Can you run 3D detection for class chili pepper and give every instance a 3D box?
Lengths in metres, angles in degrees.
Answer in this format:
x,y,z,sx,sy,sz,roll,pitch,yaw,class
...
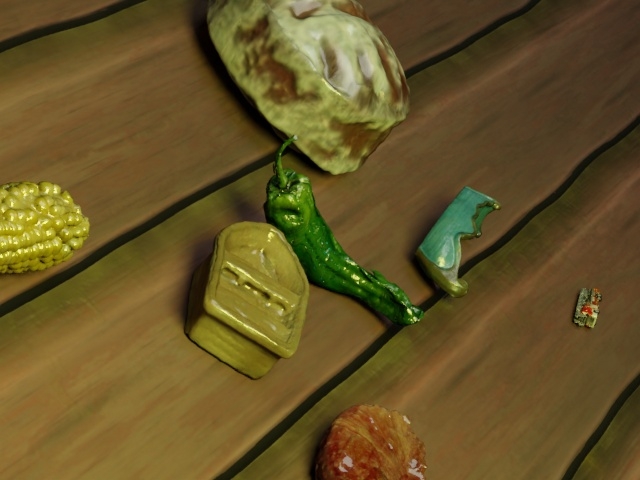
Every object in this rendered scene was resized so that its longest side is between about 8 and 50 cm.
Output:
x,y,z,sx,sy,sz,roll,pitch,yaw,class
0.000,0.000,2.086,0.279,0.122,0.065,48,51,-33,chili pepper

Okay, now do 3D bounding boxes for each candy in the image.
x,y,z,sx,sy,sz,roll,pitch,yaw,class
-0.013,-0.220,2.311,0.214,0.157,0.289,5,46,-53,candy

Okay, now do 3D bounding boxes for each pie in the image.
x,y,z,sx,sy,sz,roll,pitch,yaw,class
0.084,0.259,1.910,0.218,0.054,0.204,51,31,10,pie

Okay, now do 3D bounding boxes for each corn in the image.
x,y,z,sx,sy,sz,roll,pitch,yaw,class
-0.323,-0.007,1.747,0.288,0.086,0.086,-8,56,-53,corn

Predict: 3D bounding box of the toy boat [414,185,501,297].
x,y,z,sx,sy,sz,roll,pitch,yaw,class
0.168,0.005,2.308,0.077,0.075,0.185,35,32,5,toy boat

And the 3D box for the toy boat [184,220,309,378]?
x,y,z,sx,sy,sz,roll,pitch,yaw,class
-0.074,0.054,1.980,0.116,0.061,0.188,32,31,-13,toy boat

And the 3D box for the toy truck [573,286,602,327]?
x,y,z,sx,sy,sz,roll,pitch,yaw,class
0.339,0.086,2.455,0.032,0.024,0.083,18,29,3,toy truck
